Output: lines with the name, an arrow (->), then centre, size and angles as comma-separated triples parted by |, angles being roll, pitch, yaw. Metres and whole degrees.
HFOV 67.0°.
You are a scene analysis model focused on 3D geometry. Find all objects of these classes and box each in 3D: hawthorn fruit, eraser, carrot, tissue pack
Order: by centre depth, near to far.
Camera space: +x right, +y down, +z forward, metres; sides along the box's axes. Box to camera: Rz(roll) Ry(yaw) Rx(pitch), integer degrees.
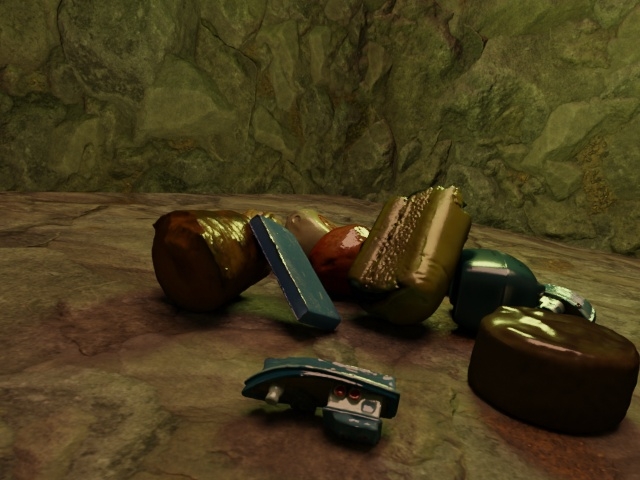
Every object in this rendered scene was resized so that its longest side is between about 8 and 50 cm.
eraser -> -0.063, 0.070, 1.152 | 0.144, 0.043, 0.311 | 28, 25, -51
carrot -> -0.273, 0.043, 1.167 | 0.242, 0.241, 0.341 | 11, 9, 18
tissue pack -> 0.454, 0.131, 1.272 | 0.206, 0.198, 0.287 | 11, 10, 12
hawthorn fruit -> 0.062, 0.070, 1.384 | 0.211, 0.210, 0.262 | 17, 33, 40

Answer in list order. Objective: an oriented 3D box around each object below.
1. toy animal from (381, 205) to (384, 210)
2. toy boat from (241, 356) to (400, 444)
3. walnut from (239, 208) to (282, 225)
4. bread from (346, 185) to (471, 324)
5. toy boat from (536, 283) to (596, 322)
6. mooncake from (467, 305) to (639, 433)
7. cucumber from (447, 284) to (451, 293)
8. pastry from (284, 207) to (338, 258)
toy animal -> 0.238, 0.047, 1.814 | 0.160, 0.197, 0.272 | 26, 59, 11
toy boat -> -0.003, 0.241, 0.734 | 0.238, 0.109, 0.098 | 9, 45, 10
walnut -> -0.215, -0.011, 1.605 | 0.198, 0.198, 0.245 | 8, 10, 5
bread -> 0.234, 0.047, 1.244 | 0.251, 0.208, 0.376 | 0, 43, 37
toy boat -> 0.698, 0.204, 1.415 | 0.102, 0.088, 0.215 | -34, 27, -16
mooncake -> 0.435, 0.225, 0.915 | 0.285, 0.155, 0.284 | 7, 9, -1
cucumber -> 0.390, 0.136, 1.562 | 0.228, 0.069, 0.069 | 10, 11, 33
pastry -> -0.002, -0.001, 1.619 | 0.265, 0.133, 0.265 | 36, 11, -8
